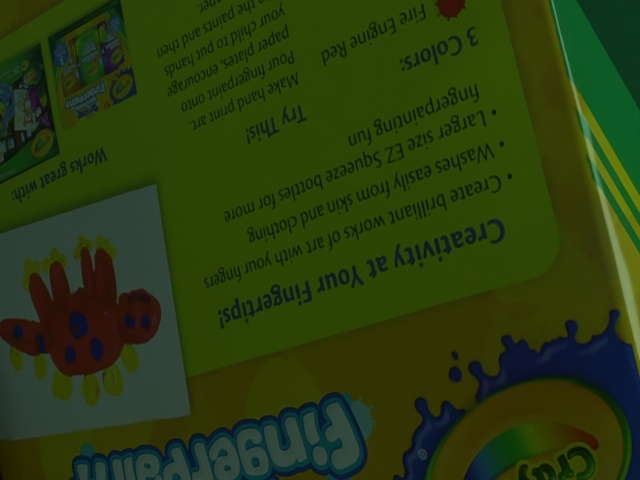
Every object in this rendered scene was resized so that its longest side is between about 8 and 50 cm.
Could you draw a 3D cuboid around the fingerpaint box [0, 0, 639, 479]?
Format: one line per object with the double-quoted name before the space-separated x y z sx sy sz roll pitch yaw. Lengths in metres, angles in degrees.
"fingerpaint box" 0.000 0.000 0.769 0.163 0.445 0.371 -4 78 -47
